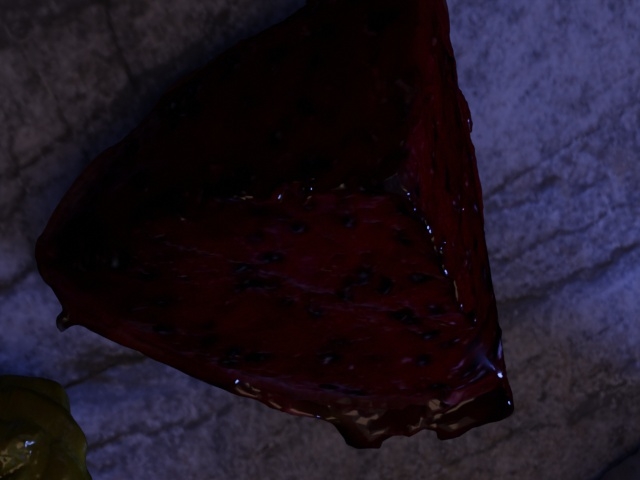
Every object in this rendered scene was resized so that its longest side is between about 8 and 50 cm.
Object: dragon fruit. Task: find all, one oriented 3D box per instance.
[{"bbox_3d":[0.000,-0.008,0.924,0.286,0.227,0.329,-17,140,21],"label":"dragon fruit"}]

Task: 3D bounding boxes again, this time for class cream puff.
[{"bbox_3d":[-0.233,0.155,0.869,0.116,0.146,0.146,12,106,-41],"label":"cream puff"}]

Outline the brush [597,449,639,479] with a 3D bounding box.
[{"bbox_3d":[0.278,0.301,1.083,0.267,0.166,0.174,-37,118,-3],"label":"brush"}]
